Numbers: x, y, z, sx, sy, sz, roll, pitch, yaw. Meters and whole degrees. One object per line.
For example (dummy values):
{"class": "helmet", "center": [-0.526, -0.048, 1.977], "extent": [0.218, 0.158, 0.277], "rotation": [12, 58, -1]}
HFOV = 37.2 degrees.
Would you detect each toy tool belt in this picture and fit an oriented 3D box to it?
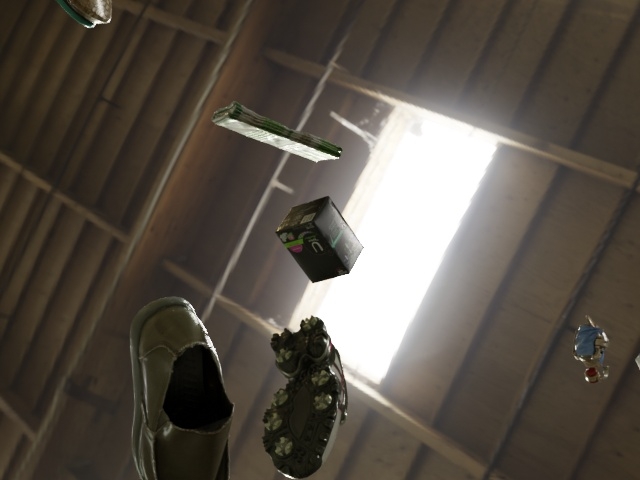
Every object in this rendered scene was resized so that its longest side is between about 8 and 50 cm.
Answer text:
{"class": "toy tool belt", "center": [0.371, 0.149, 1.309], "extent": [0.052, 0.051, 0.083], "rotation": [-6, -133, 25]}

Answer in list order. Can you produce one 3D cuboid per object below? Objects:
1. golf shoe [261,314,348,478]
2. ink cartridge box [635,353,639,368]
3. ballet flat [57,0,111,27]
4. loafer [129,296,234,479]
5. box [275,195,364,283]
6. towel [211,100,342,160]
{"class": "golf shoe", "center": [-0.001, 0.212, 1.216], "extent": [0.105, 0.120, 0.273], "rotation": [-24, -152, 16]}
{"class": "ink cartridge box", "center": [0.472, 0.199, 1.175], "extent": [0.060, 0.104, 0.180], "rotation": [-16, -118, -10]}
{"class": "ballet flat", "center": [-0.176, -0.226, 0.610], "extent": [0.067, 0.073, 0.206], "rotation": [-39, -110, 7]}
{"class": "loafer", "center": [-0.135, 0.183, 0.938], "extent": [0.087, 0.094, 0.251], "rotation": [31, -46, 53]}
{"class": "box", "center": [0.000, 0.000, 1.122], "extent": [0.062, 0.083, 0.052], "rotation": [-15, -149, 39]}
{"class": "towel", "center": [-0.056, -0.136, 1.197], "extent": [0.113, 0.152, 0.023], "rotation": [-168, -84, -72]}
